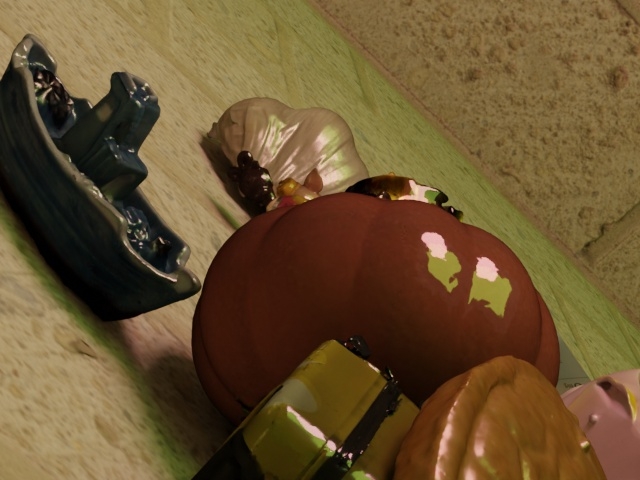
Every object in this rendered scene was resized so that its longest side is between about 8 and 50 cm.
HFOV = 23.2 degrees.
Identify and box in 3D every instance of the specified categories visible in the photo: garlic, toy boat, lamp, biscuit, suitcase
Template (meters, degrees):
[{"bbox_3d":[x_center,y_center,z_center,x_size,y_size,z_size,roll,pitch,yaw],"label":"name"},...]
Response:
[{"bbox_3d":[-0.018,-0.083,1.870,0.229,0.143,0.178,55,11,-8],"label":"garlic"},{"bbox_3d":[-0.185,-0.063,1.302,0.309,0.142,0.129,55,17,28],"label":"toy boat"},{"bbox_3d":[0.048,0.070,1.286,0.305,0.305,0.239,38,54,-35],"label":"lamp"},{"bbox_3d":[0.155,0.256,0.991,0.365,0.062,0.385,61,25,-18],"label":"biscuit"},{"bbox_3d":[-0.013,0.184,1.032,0.143,0.194,0.235,42,17,3],"label":"suitcase"},{"bbox_3d":[0.000,0.000,1.742,0.253,0.118,0.118,46,14,6],"label":"lamp"}]

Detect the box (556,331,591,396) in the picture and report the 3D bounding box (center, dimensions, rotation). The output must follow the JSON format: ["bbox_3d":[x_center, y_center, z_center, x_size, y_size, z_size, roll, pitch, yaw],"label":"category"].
[{"bbox_3d":[0.286,0.224,1.958,0.155,0.067,0.243,-3,44,-30],"label":"box"}]

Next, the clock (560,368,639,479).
[{"bbox_3d":[0.379,0.332,1.705,0.377,0.250,0.368,28,23,-39],"label":"clock"}]
